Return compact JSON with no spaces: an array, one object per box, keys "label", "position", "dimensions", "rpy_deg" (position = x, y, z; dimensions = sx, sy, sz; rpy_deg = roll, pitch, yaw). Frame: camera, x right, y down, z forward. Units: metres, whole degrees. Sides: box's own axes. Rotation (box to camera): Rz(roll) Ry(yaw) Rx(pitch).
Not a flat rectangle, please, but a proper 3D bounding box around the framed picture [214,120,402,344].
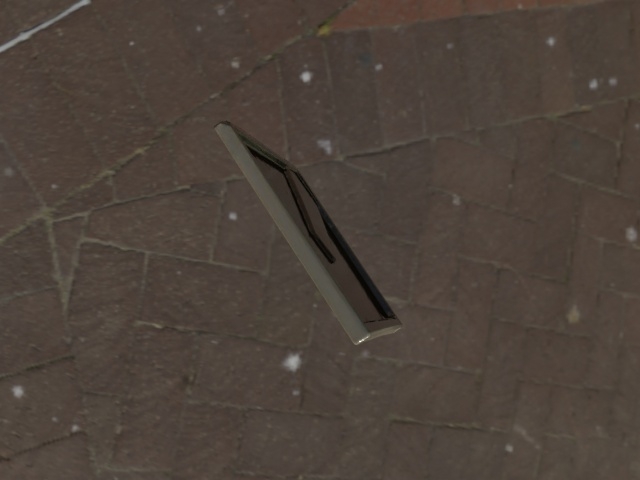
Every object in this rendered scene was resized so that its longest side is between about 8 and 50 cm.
[{"label":"framed picture","position":[0.000,0.000,0.910],"dimensions":[0.016,0.289,0.213],"rpy_deg":[-35,82,6]}]
